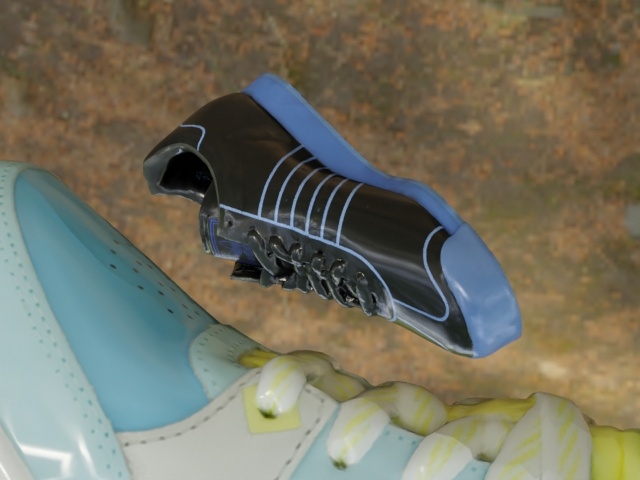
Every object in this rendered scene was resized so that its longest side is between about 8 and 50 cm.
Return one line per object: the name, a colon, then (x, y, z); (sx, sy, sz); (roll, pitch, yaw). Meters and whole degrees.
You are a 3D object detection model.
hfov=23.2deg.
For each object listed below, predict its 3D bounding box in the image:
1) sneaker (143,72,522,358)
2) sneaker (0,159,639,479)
sneaker: (0.000, 0.000, 0.796); (0.232, 0.090, 0.081); (40, 156, 40)
sneaker: (0.048, 0.059, 0.389); (0.208, 0.127, 0.319); (-43, 89, 15)
